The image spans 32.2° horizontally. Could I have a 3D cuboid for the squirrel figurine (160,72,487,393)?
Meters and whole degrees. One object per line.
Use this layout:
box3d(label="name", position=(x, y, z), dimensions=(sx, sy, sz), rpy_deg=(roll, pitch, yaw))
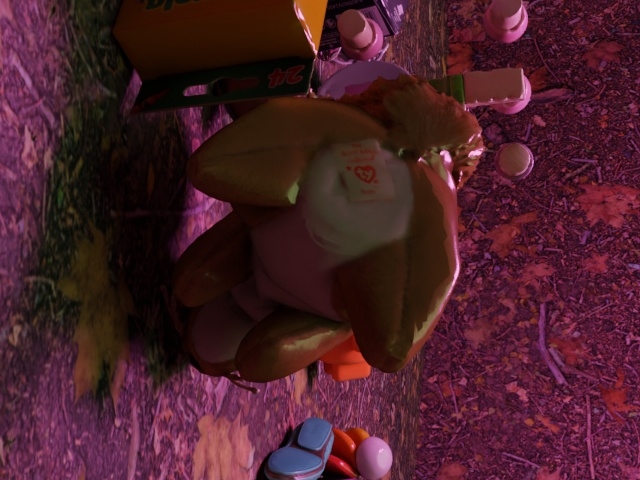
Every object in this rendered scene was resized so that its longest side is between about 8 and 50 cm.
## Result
box3d(label="squirrel figurine", position=(0.000, 0.000, 1.249), dimensions=(0.397, 0.281, 0.370), rpy_deg=(-51, 178, -35))

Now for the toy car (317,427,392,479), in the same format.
box3d(label="toy car", position=(0.033, 0.418, 1.945), dimensions=(0.136, 0.159, 0.182), rpy_deg=(14, 74, -42))

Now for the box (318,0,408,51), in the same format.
box3d(label="box", position=(0.059, -0.460, 1.832), dimensions=(0.143, 0.165, 0.270), rpy_deg=(58, 38, -39))

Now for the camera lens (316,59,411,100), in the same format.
box3d(label="camera lens", position=(0.107, -0.173, 2.040), dimensions=(0.274, 0.219, 0.219), rpy_deg=(66, 27, -62))

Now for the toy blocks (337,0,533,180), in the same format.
box3d(label="toy blocks", position=(0.177, -0.193, 1.662), dimensions=(0.260, 0.288, 0.309), rpy_deg=(6, 79, -82))

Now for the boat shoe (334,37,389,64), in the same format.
box3d(label="boat shoe", position=(0.077, -0.386, 2.142), dimensions=(0.306, 0.113, 0.105), rpy_deg=(-108, -148, -81))

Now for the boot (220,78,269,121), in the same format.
box3d(label="boot", position=(-0.035, -0.295, 1.382), dimensions=(0.280, 0.096, 0.264), rpy_deg=(127, -24, -54))

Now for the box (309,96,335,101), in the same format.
box3d(label="box", position=(-0.013, -0.125, 1.713), dimensions=(0.257, 0.122, 0.128), rpy_deg=(37, 52, -74))

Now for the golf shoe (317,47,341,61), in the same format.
box3d(label="golf shoe", position=(0.019, -0.406, 1.998), dimensions=(0.086, 0.067, 0.186), rpy_deg=(46, 45, -75))

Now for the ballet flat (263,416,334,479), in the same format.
box3d(label="ballet flat", position=(-0.032, 0.359, 1.744), dimensions=(0.247, 0.083, 0.087), rpy_deg=(-37, 140, -72))

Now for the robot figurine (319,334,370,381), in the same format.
box3d(label="robot figurine", position=(0.042, 0.136, 1.972), dimensions=(0.158, 0.128, 0.219), rpy_deg=(-35, 125, -67))

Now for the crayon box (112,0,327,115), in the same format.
box3d(label="crayon box", position=(-0.091, -0.279, 1.164), dimensions=(0.081, 0.202, 0.318), rpy_deg=(63, 28, -48))
